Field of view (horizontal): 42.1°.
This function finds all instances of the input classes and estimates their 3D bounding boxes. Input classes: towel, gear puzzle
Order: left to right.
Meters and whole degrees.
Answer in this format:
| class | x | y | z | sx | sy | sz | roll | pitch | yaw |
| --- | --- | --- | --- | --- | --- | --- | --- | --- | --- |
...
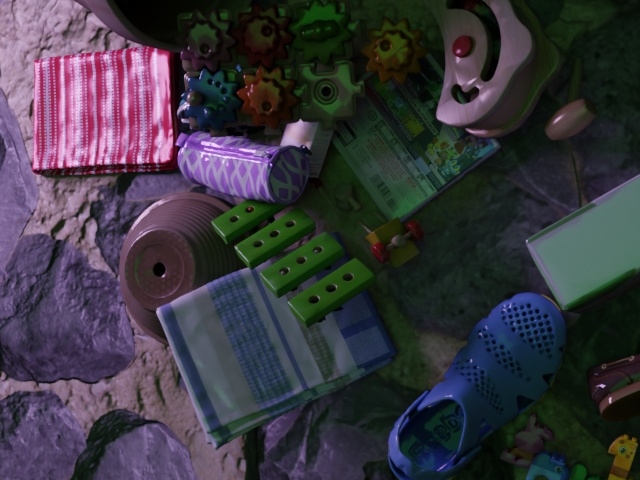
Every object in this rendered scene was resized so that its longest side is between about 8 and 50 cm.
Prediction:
| class | x | y | z | sx | sy | sz | roll | pitch | yaw |
| --- | --- | --- | --- | --- | --- | --- | --- | --- | --- |
| towel | -0.343 | -0.205 | 1.319 | 0.275 | 0.031 | 0.199 | -1 | 86 | 20 |
| towel | -0.061 | 0.131 | 1.139 | 0.285 | 0.034 | 0.209 | -24 | 78 | -11 |
| gear puzzle | -0.028 | -0.228 | 1.095 | 0.339 | 0.044 | 0.175 | -2 | 103 | 12 |

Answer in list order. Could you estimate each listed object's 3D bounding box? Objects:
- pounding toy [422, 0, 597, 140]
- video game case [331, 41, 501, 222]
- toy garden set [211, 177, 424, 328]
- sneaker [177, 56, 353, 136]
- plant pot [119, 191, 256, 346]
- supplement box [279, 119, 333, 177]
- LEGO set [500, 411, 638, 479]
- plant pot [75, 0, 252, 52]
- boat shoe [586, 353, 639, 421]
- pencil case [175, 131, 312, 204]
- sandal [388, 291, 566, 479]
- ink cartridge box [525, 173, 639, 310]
| class | x | y | z | sx | sy | sz | roll | pitch | yaw |
| --- | --- | --- | --- | --- | --- | --- | --- | --- | --- |
| pounding toy | 0.235 | -0.215 | 1.074 | 0.154 | 0.155 | 0.269 | -40 | 57 | 32 |
| video game case | 0.117 | -0.151 | 1.152 | 0.183 | 0.023 | 0.201 | -38 | 75 | 15 |
| toy garden set | 0.000 | 0.000 | 1.131 | 0.204 | 0.049 | 0.244 | -32 | 47 | -16 |
| sneaker | -0.082 | -0.237 | 1.204 | 0.275 | 0.107 | 0.110 | -24 | 60 | 13 |
| plant pot | -0.209 | 0.044 | 1.216 | 0.237 | 0.110 | 0.237 | -1 | 87 | 21 |
| supplement box | -0.019 | -0.145 | 1.174 | 0.062 | 0.036 | 0.098 | 35 | 114 | 39 |
| LEGO set | 0.340 | 0.271 | 1.016 | 0.227 | 0.087 | 0.093 | 18 | 94 | 19 |
| plant pot | -0.281 | -0.446 | 1.188 | 0.280 | 0.323 | 0.323 | 17 | 93 | 37 |
| boat shoe | 0.424 | 0.149 | 1.000 | 0.207 | 0.073 | 0.073 | -19 | 41 | 12 |
| pencil case | -0.110 | -0.105 | 1.169 | 0.206 | 0.088 | 0.086 | 12 | 74 | 40 |
| sandal | 0.192 | 0.200 | 1.049 | 0.126 | 0.138 | 0.317 | 39 | 99 | 20 |
| ink cartridge box | 0.340 | 0.010 | 0.960 | 0.160 | 0.219 | 0.092 | -32 | 74 | 15 |
